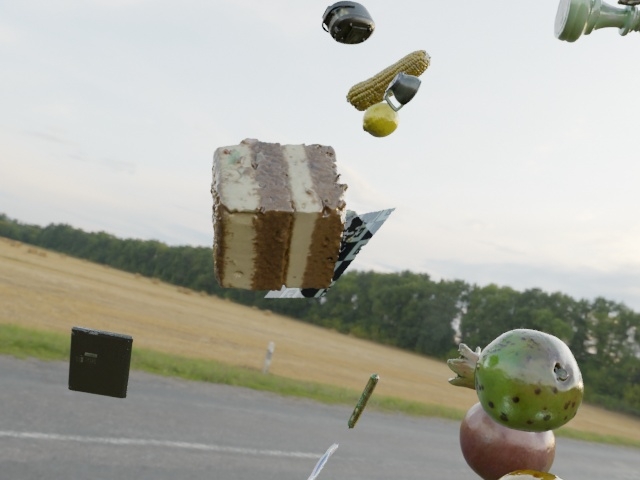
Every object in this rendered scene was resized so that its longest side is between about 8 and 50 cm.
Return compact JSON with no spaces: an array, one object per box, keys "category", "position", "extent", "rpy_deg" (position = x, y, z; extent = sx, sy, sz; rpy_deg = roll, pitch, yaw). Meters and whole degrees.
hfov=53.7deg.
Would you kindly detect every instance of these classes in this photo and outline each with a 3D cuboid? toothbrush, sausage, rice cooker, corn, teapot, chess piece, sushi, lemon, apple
[{"category":"toothbrush","position":[-0.018,0.572,1.512],"extent":[0.027,0.021,0.269],"rpy_deg":[7,24,25]},{"category":"sausage","position":[0.145,0.550,2.154],"extent":[0.033,0.269,0.032],"rpy_deg":[17,28,-9]},{"category":"rice cooker","position":[0.086,-0.656,1.912],"extent":[0.165,0.106,0.112],"rpy_deg":[-10,-28,-36]},{"category":"corn","position":[0.235,-0.538,2.138],"extent":[0.313,0.101,0.102],"rpy_deg":[-25,-24,21]},{"category":"teapot","position":[0.177,-0.330,1.393],"extent":[0.057,0.088,0.066],"rpy_deg":[33,15,-10]},{"category":"chess piece","position":[0.707,-0.527,1.492],"extent":[0.272,0.139,0.139],"rpy_deg":[8,-8,5]},{"category":"sushi","position":[0.000,0.000,1.793],"extent":[0.296,0.373,0.100],"rpy_deg":[-8,-56,54]},{"category":"lemon","position":[0.189,-0.378,1.990],"extent":[0.109,0.133,0.109],"rpy_deg":[55,-12,18]},{"category":"apple","position":[0.588,0.626,1.984],"extent":[0.306,0.235,0.305],"rpy_deg":[22,27,-12]}]

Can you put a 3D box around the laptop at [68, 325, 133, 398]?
[{"category":"laptop","position":[-0.476,0.267,1.365],"extent":[0.129,0.180,0.016],"rpy_deg":[11,30,-7]}]

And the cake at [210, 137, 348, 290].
[{"category":"cake","position":[-0.102,-0.054,1.434],"extent":[0.291,0.255,0.282],"rpy_deg":[0,-47,-11]}]

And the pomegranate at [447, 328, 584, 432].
[{"category":"pomegranate","position":[0.431,0.293,1.372],"extent":[0.231,0.230,0.286],"rpy_deg":[17,-1,-13]}]

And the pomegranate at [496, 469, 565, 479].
[{"category":"pomegranate","position":[0.327,0.461,0.946],"extent":[0.233,0.233,0.233],"rpy_deg":[15,-7,2]}]

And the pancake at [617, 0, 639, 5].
[{"category":"pancake","position":[0.740,-0.623,1.429],"extent":[0.020,0.184,0.190],"rpy_deg":[9,-44,-46]}]
